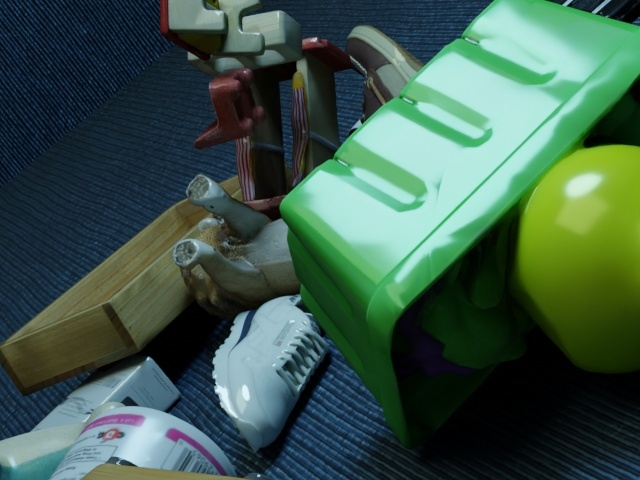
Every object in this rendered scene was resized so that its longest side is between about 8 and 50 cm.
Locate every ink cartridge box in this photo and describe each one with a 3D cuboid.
[{"bbox_3d":[-0.245,0.199,1.787,0.150,0.063,0.109,-45,20,-21],"label":"ink cartridge box"}]

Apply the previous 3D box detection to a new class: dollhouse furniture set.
[{"bbox_3d":[-0.091,-0.146,1.781,0.152,0.201,0.374,-8,-13,22],"label":"dollhouse furniture set"}]

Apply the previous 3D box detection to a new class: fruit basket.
[{"bbox_3d":[0.197,0.007,1.289,0.392,0.283,0.392,-3,59,5],"label":"fruit basket"}]

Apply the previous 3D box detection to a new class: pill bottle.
[{"bbox_3d":[-0.192,0.288,1.347,0.160,0.160,0.283,-22,24,37],"label":"pill bottle"}]

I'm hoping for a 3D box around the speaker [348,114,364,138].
[{"bbox_3d":[0.093,-0.164,2.041,0.055,0.055,0.136,-10,33,53],"label":"speaker"}]

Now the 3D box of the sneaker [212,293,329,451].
[{"bbox_3d":[-0.043,0.121,1.596,0.094,0.090,0.235,-21,24,15],"label":"sneaker"}]

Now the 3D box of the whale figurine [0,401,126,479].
[{"bbox_3d":[-0.266,0.262,1.539,0.272,0.216,0.141,-31,56,13],"label":"whale figurine"}]

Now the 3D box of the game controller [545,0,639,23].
[{"bbox_3d":[0.325,-0.284,1.933,0.319,0.067,0.166,-42,34,-11],"label":"game controller"}]

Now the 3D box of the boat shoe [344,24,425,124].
[{"bbox_3d":[0.094,-0.154,1.903,0.123,0.123,0.342,-50,36,6],"label":"boat shoe"}]

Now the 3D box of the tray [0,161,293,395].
[{"bbox_3d":[-0.197,0.038,1.956,0.202,0.076,0.411,-23,13,36],"label":"tray"}]

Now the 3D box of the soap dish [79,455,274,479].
[{"bbox_3d":[-0.023,0.240,0.967,0.229,0.291,0.118,-7,53,55],"label":"soap dish"}]

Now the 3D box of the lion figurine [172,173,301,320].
[{"bbox_3d":[0.000,0.000,1.699,0.392,0.240,0.142,-7,65,28],"label":"lion figurine"}]
